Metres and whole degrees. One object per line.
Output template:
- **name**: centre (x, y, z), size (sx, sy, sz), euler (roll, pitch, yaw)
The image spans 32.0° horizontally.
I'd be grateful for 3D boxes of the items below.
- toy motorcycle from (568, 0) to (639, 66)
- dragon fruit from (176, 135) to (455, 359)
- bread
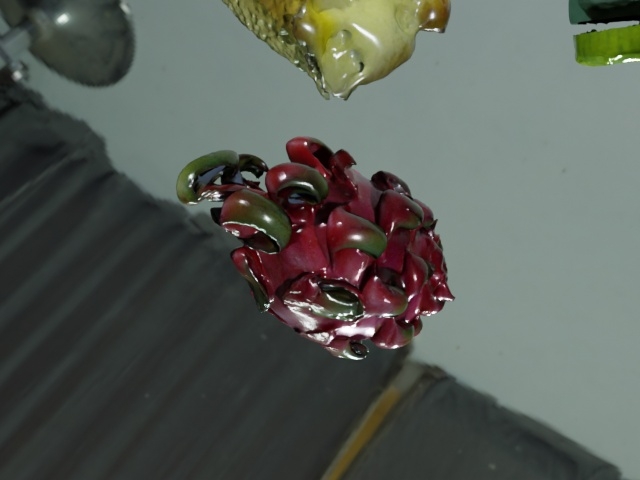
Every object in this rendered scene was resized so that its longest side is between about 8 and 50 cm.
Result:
- **toy motorcycle**: centre (0.312, -0.219, 0.733), size (0.326, 0.200, 0.191), euler (13, 110, 62)
- **dragon fruit**: centre (0.009, -0.002, 1.070), size (0.272, 0.198, 0.218), euler (56, -174, -50)
- **bread**: centre (-0.013, -0.247, 0.904), size (0.133, 0.174, 0.251), euler (10, 140, 57)
